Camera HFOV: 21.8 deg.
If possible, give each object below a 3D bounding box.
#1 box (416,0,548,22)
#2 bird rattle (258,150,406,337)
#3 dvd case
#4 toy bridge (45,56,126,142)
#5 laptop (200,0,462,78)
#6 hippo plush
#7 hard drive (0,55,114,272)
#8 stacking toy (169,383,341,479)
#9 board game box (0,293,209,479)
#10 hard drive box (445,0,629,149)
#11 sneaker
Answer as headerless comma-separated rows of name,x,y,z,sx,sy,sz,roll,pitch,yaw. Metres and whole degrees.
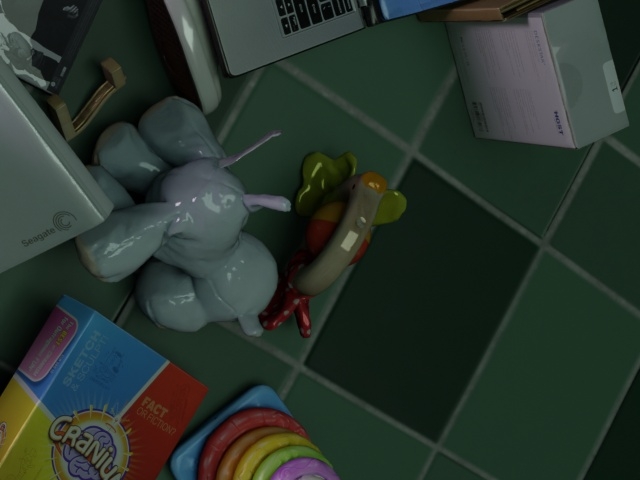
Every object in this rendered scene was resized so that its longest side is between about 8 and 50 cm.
box,0.240,-0.318,2.130,0.164,0.201,0.021,-27,108,-22
bird rattle,0.000,0.000,2.060,0.143,0.207,0.253,39,69,-8
dvd case,-0.370,-0.297,1.913,0.238,0.029,0.179,27,84,-27
toy bridge,-0.304,-0.144,1.955,0.188,0.026,0.063,-35,146,-18
laptop,0.044,-0.439,1.968,0.408,0.236,0.382,-27,104,-44
hippo plush,-0.144,-0.019,1.985,0.294,0.234,0.236,-16,139,11
hard drive,-0.421,-0.120,1.821,0.233,0.047,0.353,-24,115,25
stacking toy,-0.034,0.303,2.014,0.175,0.302,0.166,-39,112,-19
board game box,-0.295,0.254,1.957,0.242,0.064,0.316,41,76,-48
hard drive box,0.274,-0.221,2.144,0.089,0.232,0.181,-24,108,-23
sneaker,-0.144,-0.297,1.986,0.123,0.106,0.290,-20,104,-21
